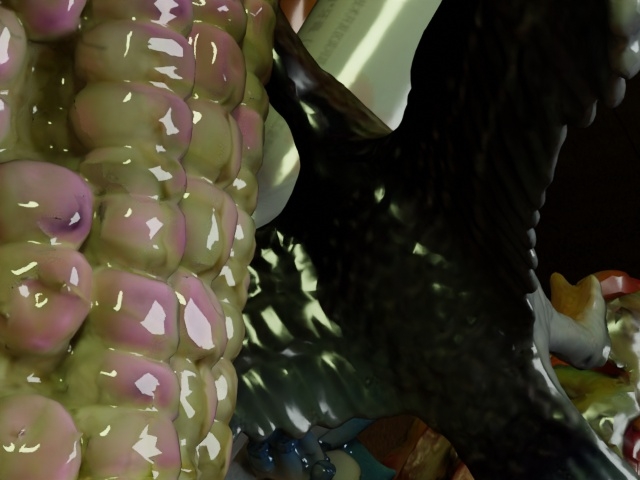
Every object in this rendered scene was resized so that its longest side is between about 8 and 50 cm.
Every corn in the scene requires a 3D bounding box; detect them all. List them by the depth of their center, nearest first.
[{"bbox_3d":[-0.073,0.036,0.376,0.126,0.126,0.335,59,28,-64],"label":"corn"}]

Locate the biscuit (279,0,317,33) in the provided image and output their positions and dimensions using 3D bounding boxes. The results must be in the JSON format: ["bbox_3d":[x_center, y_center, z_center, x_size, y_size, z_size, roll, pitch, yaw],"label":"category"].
[{"bbox_3d":[-0.027,-0.203,0.668,0.312,0.110,0.318,-8,107,-77],"label":"biscuit"}]

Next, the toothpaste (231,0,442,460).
[{"bbox_3d":[-0.006,-0.015,0.589,0.323,0.066,0.100,-58,158,-14],"label":"toothpaste"}]

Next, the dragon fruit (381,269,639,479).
[{"bbox_3d":[0.127,0.177,0.819,0.296,0.263,0.314,-22,93,-50],"label":"dragon fruit"}]

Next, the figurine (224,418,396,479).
[{"bbox_3d":[-0.010,0.114,0.748,0.114,0.079,0.114,-8,100,-54],"label":"figurine"}]

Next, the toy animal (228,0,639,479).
[{"bbox_3d":[0.009,0.004,0.502,0.160,0.272,0.197,37,26,-31],"label":"toy animal"}]
